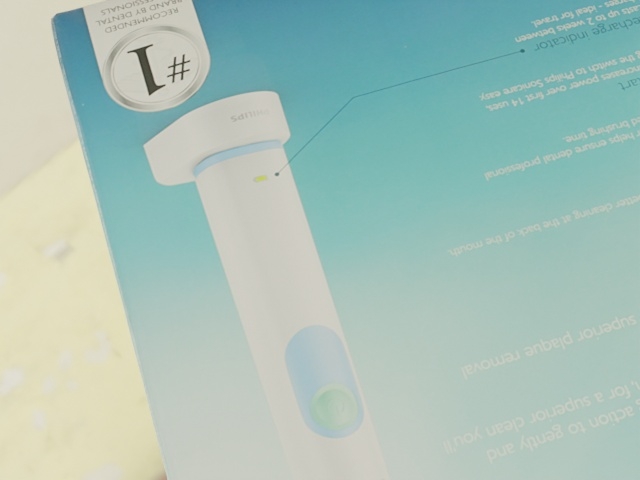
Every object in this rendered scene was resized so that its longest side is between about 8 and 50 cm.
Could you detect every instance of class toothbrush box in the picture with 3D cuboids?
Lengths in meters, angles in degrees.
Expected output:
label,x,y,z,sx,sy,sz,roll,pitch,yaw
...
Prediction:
label,x,y,z,sx,sy,sz,roll,pitch,yaw
toothbrush box,0.059,0.045,0.420,0.216,0.296,0.126,-17,148,-6
